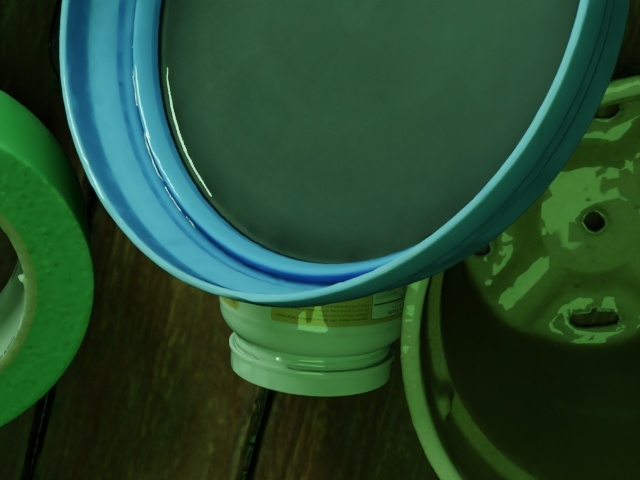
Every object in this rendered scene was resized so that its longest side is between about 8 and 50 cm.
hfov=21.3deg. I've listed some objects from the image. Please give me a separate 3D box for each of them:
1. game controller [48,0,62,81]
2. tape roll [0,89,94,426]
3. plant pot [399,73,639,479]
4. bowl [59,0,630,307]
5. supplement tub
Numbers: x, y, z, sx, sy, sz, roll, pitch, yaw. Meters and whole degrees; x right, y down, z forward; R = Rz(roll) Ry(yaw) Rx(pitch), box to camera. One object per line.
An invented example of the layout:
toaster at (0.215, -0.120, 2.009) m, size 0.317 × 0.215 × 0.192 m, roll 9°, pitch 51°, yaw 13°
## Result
game controller at (-0.086, -0.241, 1.232) m, size 0.166 × 0.067 × 0.319 m, roll 12°, pitch 106°, yaw -19°
tape roll at (-0.325, 0.020, 1.220) m, size 0.321 × 0.077 × 0.321 m, roll -7°, pitch 129°, yaw -9°
plant pot at (0.213, 0.023, 1.176) m, size 0.333 × 0.305 × 0.334 m, roll 0°, pitch 105°, yaw -1°
bowl at (0.007, -0.151, 1.028) m, size 0.391 × 0.077 × 0.391 m, roll -7°, pitch 78°, yaw 35°
supplement tub at (0.000, 0.000, 1.248) m, size 0.144 × 0.144 × 0.200 m, roll 4°, pitch 106°, yaw -2°
